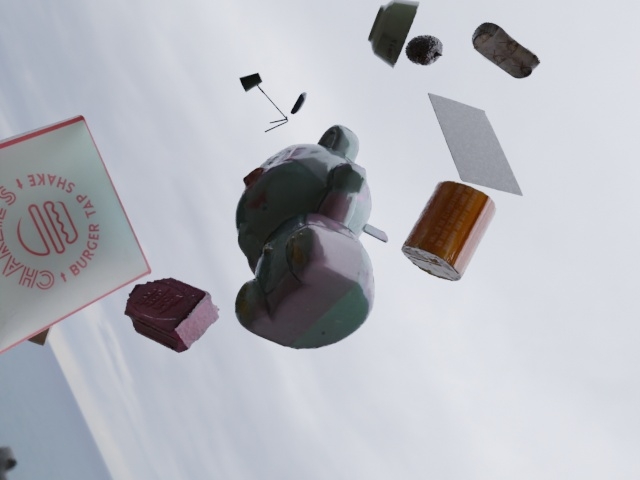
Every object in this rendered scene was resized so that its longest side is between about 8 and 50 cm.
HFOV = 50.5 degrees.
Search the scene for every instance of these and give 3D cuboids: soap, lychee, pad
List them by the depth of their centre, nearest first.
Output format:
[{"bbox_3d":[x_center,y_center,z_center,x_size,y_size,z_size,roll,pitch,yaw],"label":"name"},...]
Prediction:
[{"bbox_3d":[0.296,-0.188,1.308,0.003,0.158,0.235,-50,-139,42],"label":"pad"},{"bbox_3d":[0.213,-0.387,1.385,0.083,0.068,0.067,23,-5,23],"label":"lychee"},{"bbox_3d":[-0.413,0.192,1.825,0.249,0.162,0.099,14,-36,36],"label":"soap"}]

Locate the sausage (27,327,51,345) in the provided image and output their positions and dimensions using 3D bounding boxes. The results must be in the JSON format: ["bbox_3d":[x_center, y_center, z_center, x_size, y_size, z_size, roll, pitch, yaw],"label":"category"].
[{"bbox_3d":[-0.757,0.153,1.619,0.252,0.123,0.123,23,-19,-13],"label":"sausage"}]

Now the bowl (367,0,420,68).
[{"bbox_3d":[0.214,-0.644,2.068,0.112,0.212,0.211,23,-29,-1],"label":"bowl"}]

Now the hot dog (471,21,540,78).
[{"bbox_3d":[0.479,-0.495,1.770,0.191,0.059,0.108,34,-26,-12],"label":"hot dog"}]

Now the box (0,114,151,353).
[{"bbox_3d":[-0.553,-0.013,1.219,0.300,0.312,0.315,-3,-67,48],"label":"box"}]

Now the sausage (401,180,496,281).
[{"bbox_3d":[0.440,-0.035,2.323,0.233,0.287,0.233,30,-15,9],"label":"sausage"}]

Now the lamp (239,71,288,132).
[{"bbox_3d":[-0.112,-0.281,1.354,0.041,0.054,0.121,-103,168,-61],"label":"lamp"}]

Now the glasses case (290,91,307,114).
[{"bbox_3d":[-0.062,-0.413,2.048,0.023,0.033,0.083,42,-44,3],"label":"glasses case"}]

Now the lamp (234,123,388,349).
[{"bbox_3d":[0.000,0.000,0.965,0.247,0.247,0.301,-48,-147,30],"label":"lamp"}]
